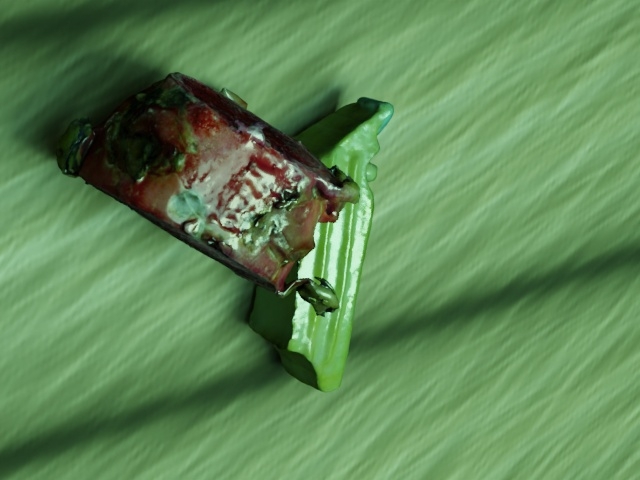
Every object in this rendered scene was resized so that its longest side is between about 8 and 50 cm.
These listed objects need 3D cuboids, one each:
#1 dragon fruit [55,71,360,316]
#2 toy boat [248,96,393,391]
[{"bbox_3d":[-0.080,-0.057,1.566,0.282,0.211,0.147,29,87,-10],"label":"dragon fruit"},{"bbox_3d":[-0.005,-0.002,1.687,0.084,0.111,0.276,9,96,-28],"label":"toy boat"}]
